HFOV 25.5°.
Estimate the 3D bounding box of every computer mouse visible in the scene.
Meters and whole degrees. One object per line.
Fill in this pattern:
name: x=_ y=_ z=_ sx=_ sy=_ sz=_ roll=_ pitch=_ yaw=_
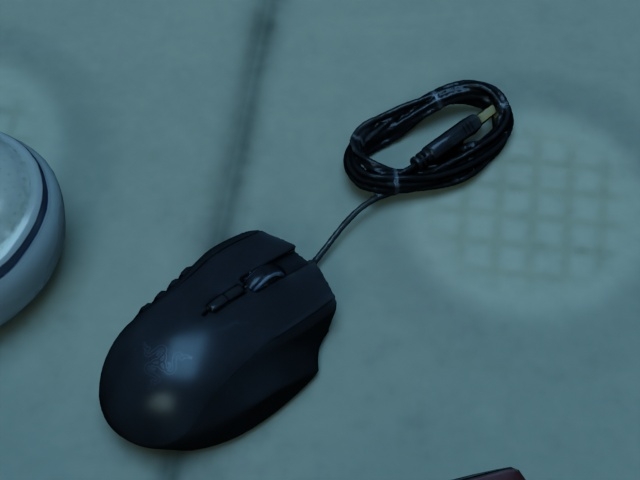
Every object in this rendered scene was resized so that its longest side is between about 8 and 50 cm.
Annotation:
computer mouse: x=0.000 y=0.000 z=0.615 sx=0.071 sy=0.041 sz=0.242 roll=35 pitch=64 yaw=23

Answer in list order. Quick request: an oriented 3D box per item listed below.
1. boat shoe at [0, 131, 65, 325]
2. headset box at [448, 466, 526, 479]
boat shoe: x=-0.295 y=-0.030 z=0.574 sx=0.367 sy=0.156 sz=0.135 roll=1 pitch=57 yaw=3
headset box: x=0.019 y=0.216 z=0.350 sx=0.110 sy=0.218 sz=0.293 roll=-2 pitch=49 yaw=-49
